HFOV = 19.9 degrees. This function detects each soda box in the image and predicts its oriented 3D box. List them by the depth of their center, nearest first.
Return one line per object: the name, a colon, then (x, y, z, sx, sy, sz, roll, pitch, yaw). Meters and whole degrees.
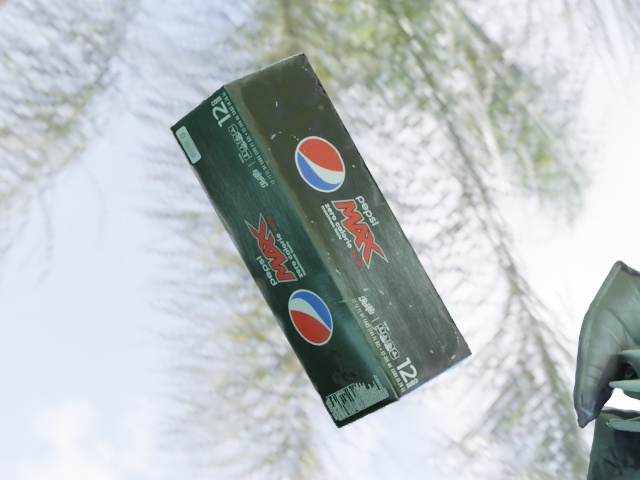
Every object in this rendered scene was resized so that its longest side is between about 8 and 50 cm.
soda box: (0.000, 0.000, 0.868, 0.053, 0.060, 0.169, -31, -94, 48)

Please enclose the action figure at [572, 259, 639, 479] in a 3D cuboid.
action figure: (0.243, 0.082, 0.690, 0.285, 0.185, 0.099, 2, -138, 19)
